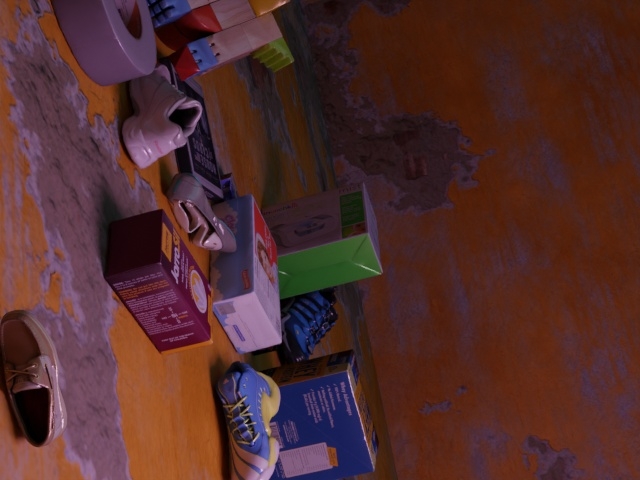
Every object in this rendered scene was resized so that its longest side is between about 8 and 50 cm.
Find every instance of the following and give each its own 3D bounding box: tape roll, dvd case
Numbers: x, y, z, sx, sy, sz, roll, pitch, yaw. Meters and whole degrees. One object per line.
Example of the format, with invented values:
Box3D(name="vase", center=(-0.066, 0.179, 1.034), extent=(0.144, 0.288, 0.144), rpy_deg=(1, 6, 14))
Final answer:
Box3D(name="tape roll", center=(-0.315, -0.339, 1.352), extent=(0.219, 0.072, 0.219), rpy_deg=(-14, 90, -81))
Box3D(name="dvd case", center=(-0.241, -0.205, 1.740), extent=(0.179, 0.030, 0.238), rpy_deg=(38, 38, -75))

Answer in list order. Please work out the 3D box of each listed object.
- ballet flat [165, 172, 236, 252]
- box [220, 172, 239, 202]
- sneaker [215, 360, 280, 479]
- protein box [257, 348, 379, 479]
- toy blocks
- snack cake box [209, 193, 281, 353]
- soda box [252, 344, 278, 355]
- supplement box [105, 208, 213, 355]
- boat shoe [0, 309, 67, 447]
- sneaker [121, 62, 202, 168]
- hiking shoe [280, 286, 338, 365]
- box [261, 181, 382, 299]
Box3D(name="ballet flat", center=(-0.209, -0.028, 1.591), extent=(0.068, 0.072, 0.213), rpy_deg=(-65, 149, -31))
Box3D(name="box", center=(-0.182, -0.091, 1.875), extent=(0.136, 0.028, 0.081), rpy_deg=(-96, 171, -81))
Box3D(name="sneaker", center=(-0.133, 0.293, 1.508), extent=(0.126, 0.091, 0.240), rpy_deg=(50, 21, -27))
Box3D(name="protein box", center=(-0.015, 0.334, 1.722), extent=(0.136, 0.201, 0.199), rpy_deg=(-57, 132, -79))
Box3D(name="toy blocks", center=(-0.230, -0.427, 1.558), extent=(0.261, 0.191, 0.381), rpy_deg=(-37, 104, -49))
Box3D(name="snack cake box", center=(-0.141, 0.060, 1.745), extent=(0.264, 0.089, 0.152), rpy_deg=(-96, 166, -46))
Box3D(name="soda box", center=(-0.117, 0.151, 1.866), extent=(0.169, 0.053, 0.060), rpy_deg=(-92, 165, -53))
Box3D(name="supplement box", center=(-0.218, 0.060, 1.284), extent=(0.188, 0.081, 0.104), rpy_deg=(66, 13, -46))
Box3D(name="boat shoe", center=(-0.278, 0.134, 0.891), extent=(0.045, 0.050, 0.135), rpy_deg=(-87, 161, -79))
Box3D(name="sneaker", center=(-0.239, -0.206, 1.465), extent=(0.090, 0.115, 0.232), rpy_deg=(67, 12, -44))
Box3D(name="hiking shoe", center=(-0.027, 0.184, 2.116), extent=(0.304, 0.132, 0.113), rpy_deg=(-89, 162, -60))
Box3D(name="box", center=(0.000, 0.000, 2.167), extent=(0.231, 0.262, 0.126), rpy_deg=(-90, 163, -54))
